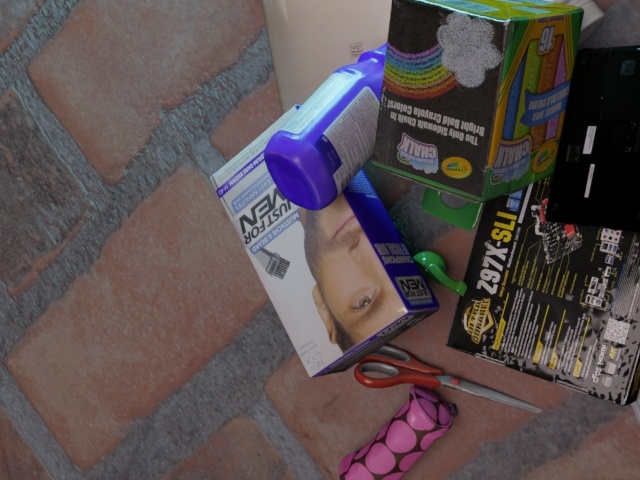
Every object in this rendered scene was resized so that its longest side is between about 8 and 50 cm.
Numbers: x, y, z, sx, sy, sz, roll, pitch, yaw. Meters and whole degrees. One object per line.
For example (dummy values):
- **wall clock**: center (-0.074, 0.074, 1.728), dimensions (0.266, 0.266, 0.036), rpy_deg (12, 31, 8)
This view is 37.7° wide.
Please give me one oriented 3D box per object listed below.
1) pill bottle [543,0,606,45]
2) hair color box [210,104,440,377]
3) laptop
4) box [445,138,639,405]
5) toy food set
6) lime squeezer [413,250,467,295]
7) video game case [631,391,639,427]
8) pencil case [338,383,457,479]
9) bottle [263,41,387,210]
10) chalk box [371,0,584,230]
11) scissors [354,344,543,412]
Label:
- **pill bottle**: center (0.280, -0.352, 1.253), dimensions (0.117, 0.117, 0.215), rpy_deg (-42, 79, 25)
- **hair color box**: center (0.000, 0.000, 1.328), dimensions (0.185, 0.110, 0.338), rpy_deg (-37, 72, 26)
- **laptop**: center (0.441, -0.115, 1.167), dimensions (0.264, 0.137, 0.234), rpy_deg (11, 90, 55)
- **box**: center (0.336, 0.031, 1.264), dimensions (0.257, 0.079, 0.322), rpy_deg (16, 94, 31)
- **toy food set**: center (0.065, -0.288, 1.382), dimensions (0.306, 0.092, 0.219), rpy_deg (-5, 106, 20)
- **lime squeezer**: center (0.131, 0.076, 1.408), dimensions (0.310, 0.059, 0.110), rpy_deg (-25, 42, 51)
- **video game case**: center (0.539, 0.087, 1.240), dimensions (0.329, 0.036, 0.300), rpy_deg (-22, 88, 27)
- **pencil case**: center (0.114, 0.314, 1.454), dimensions (0.095, 0.098, 0.209), rpy_deg (28, 116, -28)
- **bottle**: center (0.046, -0.169, 1.236), dimensions (0.092, 0.283, 0.118), rpy_deg (22, 151, 36)
- **chalk box**: center (0.193, -0.161, 1.195), dimensions (0.180, 0.179, 0.288), rpy_deg (25, 121, 36)
- **scissors**: center (0.188, 0.206, 1.427), dimensions (0.297, 0.109, 0.021), rpy_deg (8, 114, 1)
